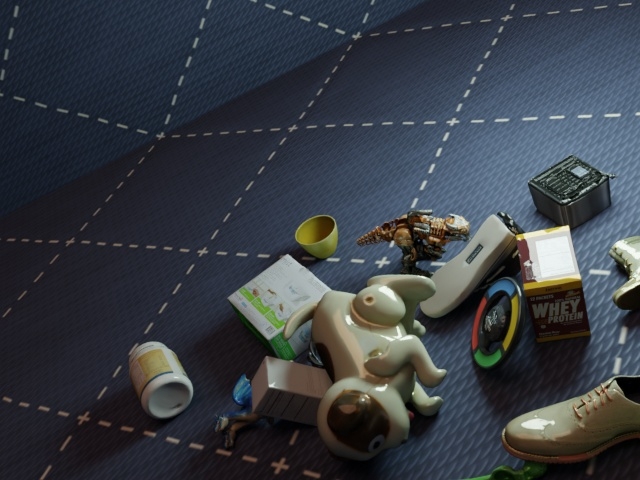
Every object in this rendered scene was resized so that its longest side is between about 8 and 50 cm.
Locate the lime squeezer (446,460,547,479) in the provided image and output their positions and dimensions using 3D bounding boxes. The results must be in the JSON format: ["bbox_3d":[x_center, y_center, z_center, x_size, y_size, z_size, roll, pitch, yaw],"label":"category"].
[{"bbox_3d":[0.405,0.471,1.598,0.310,0.058,0.110,-28,37,-2],"label":"lime squeezer"}]

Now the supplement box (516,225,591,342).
[{"bbox_3d":[0.564,0.106,1.830,0.129,0.191,0.194,-11,39,17],"label":"supplement box"}]

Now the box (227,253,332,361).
[{"bbox_3d":[-0.101,0.191,2.168,0.231,0.126,0.262,-37,38,-15],"label":"box"}]

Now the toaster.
[{"bbox_3d":[0.705,-0.137,2.110,0.168,0.110,0.185,-32,37,-7],"label":"toaster"}]

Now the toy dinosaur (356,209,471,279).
[{"bbox_3d":[0.266,-0.008,2.119,0.322,0.218,0.164,16,54,41],"label":"toy dinosaur"}]

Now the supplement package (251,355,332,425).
[{"bbox_3d":[-0.070,0.374,1.872,0.105,0.179,0.105,-99,32,-52],"label":"supplement package"}]

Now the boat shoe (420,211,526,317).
[{"bbox_3d":[0.427,0.093,2.004,0.340,0.158,0.127,-48,38,17],"label":"boat shoe"}]

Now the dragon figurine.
[{"bbox_3d":[-0.176,0.408,1.983,0.144,0.085,0.289,-2,44,28],"label":"dragon figurine"}]

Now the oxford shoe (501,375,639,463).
[{"bbox_3d":[0.563,0.345,1.547,0.397,0.146,0.140,-14,33,1],"label":"oxford shoe"}]

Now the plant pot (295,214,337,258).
[{"bbox_3d":[0.000,0.000,2.365,0.134,0.095,0.134,-16,39,13],"label":"plant pot"}]

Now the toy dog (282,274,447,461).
[{"bbox_3d":[0.104,0.304,1.755,0.396,0.284,0.407,10,51,-5],"label":"toy dog"}]

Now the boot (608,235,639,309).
[{"bbox_3d":[0.763,0.075,1.851,0.213,0.077,0.165,-28,37,-12],"label":"boot"}]

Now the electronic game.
[{"bbox_3d":[0.423,0.199,1.810,0.048,0.229,0.229,16,38,-12],"label":"electronic game"}]

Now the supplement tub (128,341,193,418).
[{"bbox_3d":[-0.453,0.388,2.119,0.144,0.144,0.200,-33,37,-10],"label":"supplement tub"}]

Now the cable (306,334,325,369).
[{"bbox_3d":[0.042,0.280,2.032,0.151,0.047,0.184,18,72,22],"label":"cable"}]
